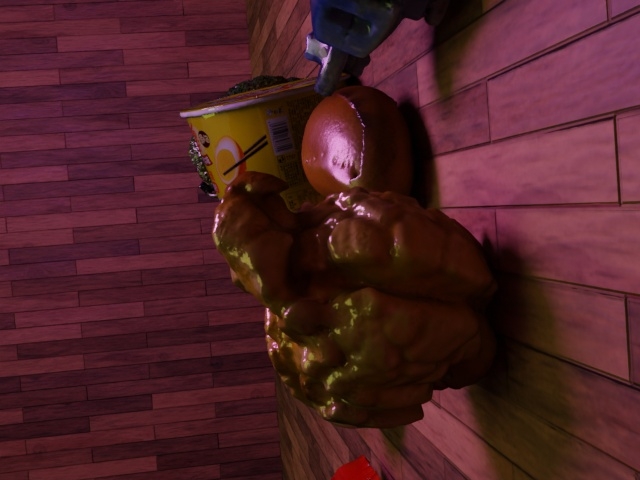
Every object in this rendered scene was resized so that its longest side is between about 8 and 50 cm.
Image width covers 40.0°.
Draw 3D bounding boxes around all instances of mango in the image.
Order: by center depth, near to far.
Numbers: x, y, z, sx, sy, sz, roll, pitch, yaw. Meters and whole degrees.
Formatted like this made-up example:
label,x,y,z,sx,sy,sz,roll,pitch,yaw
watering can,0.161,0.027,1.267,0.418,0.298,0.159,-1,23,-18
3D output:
label,x,y,z,sx,sy,sz,roll,pitch,yaw
mango,0.053,-0.113,1.147,0.236,0.136,0.166,-116,25,-55

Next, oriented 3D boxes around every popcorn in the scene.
label,x,y,z,sx,sy,sz,roll,pitch,yaw
popcorn,0.036,0.055,0.875,0.265,0.332,0.225,-13,45,53

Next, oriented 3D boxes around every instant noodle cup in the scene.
label,x,y,z,sx,sy,sz,roll,pitch,yaw
instant noodle cup,-0.074,-0.152,1.522,0.311,0.311,0.222,-132,29,-76

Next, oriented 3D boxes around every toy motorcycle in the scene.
label,x,y,z,sx,sy,sz,roll,pitch,yaw
toy motorcycle,0.074,-0.304,0.928,0.182,0.241,0.319,44,159,3

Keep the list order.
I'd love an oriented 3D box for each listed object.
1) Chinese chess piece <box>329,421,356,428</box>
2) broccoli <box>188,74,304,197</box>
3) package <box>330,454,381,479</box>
label,x,y,z,sx,sy,sz,roll,pitch,yaw
Chinese chess piece,0.054,0.175,1.411,0.250,0.103,0.250,177,90,-83
broccoli,-0.102,-0.204,1.800,0.283,0.321,0.304,46,140,15
package,0.071,0.591,1.454,0.196,0.123,0.424,-148,52,-77
